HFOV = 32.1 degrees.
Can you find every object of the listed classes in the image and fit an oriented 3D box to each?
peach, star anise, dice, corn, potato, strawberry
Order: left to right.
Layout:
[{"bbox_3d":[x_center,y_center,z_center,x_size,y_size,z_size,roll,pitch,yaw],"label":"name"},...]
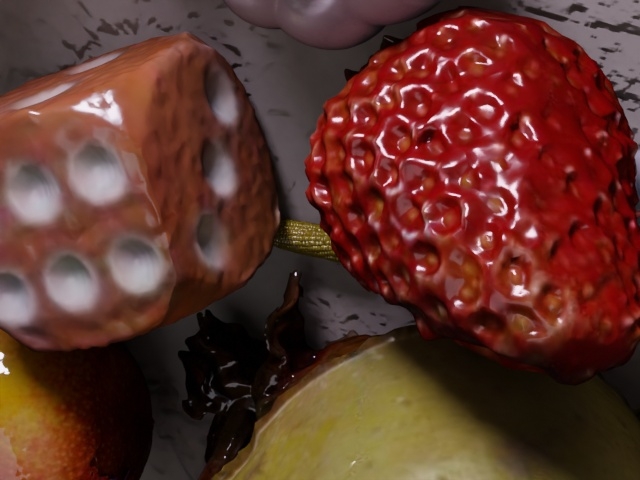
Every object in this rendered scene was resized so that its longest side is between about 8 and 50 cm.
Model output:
[{"bbox_3d":[-0.250,0.140,0.882,0.231,0.231,0.231,8,118,17],"label":"peach"},{"bbox_3d":[-0.146,-0.036,0.773,0.175,0.179,0.174,-10,107,26],"label":"dice"},{"bbox_3d":[-0.041,0.170,0.855,0.346,0.148,0.237,-41,97,14],"label":"star anise"},{"bbox_3d":[0.000,0.000,0.829,0.083,0.027,0.028,11,139,16],"label":"corn"},{"bbox_3d":[0.092,0.310,0.707,0.385,0.319,0.442,-17,120,2],"label":"potato"},{"bbox_3d":[0.099,-0.011,0.628,0.205,0.244,0.205,-8,128,-10],"label":"strawberry"}]

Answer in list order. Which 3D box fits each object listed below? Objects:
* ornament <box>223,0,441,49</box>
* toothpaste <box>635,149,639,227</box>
[{"bbox_3d":[0.006,-0.200,0.649,0.178,0.177,0.177,8,118,17],"label":"ornament"},{"bbox_3d":[0.219,-0.026,0.724,0.234,0.057,0.089,-13,108,33],"label":"toothpaste"}]
